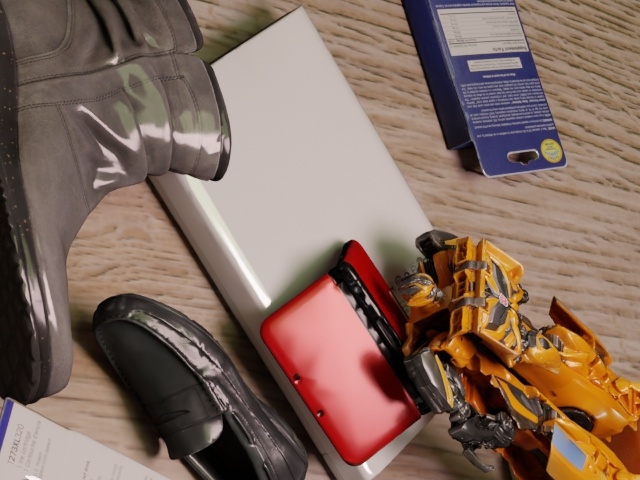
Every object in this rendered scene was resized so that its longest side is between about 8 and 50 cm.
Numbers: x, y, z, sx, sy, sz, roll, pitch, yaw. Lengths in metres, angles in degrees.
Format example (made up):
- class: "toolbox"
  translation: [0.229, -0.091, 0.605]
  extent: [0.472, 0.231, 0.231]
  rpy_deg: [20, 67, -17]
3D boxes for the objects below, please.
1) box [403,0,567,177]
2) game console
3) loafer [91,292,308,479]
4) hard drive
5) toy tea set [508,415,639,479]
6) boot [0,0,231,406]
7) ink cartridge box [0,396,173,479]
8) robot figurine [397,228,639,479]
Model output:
- class: "box"
  translation: [0.157, -0.167, 1.826]
  extent: [0.136, 0.036, 0.225]
  rpy_deg: [-9, 78, -45]
- class: "game console"
  translation: [0.027, 0.090, 1.541]
  extent: [0.144, 0.085, 0.124]
  rpy_deg: [57, 14, -10]
- class: "loafer"
  translation: [-0.092, 0.130, 1.428]
  extent: [0.223, 0.076, 0.078]
  rpy_deg: [48, 38, -23]
- class: "hard drive"
  translation: [0.000, 0.000, 1.596]
  extent: [0.233, 0.047, 0.353]
  rpy_deg: [-39, 102, -45]
- class: "toy tea set"
  translation: [0.306, 0.290, 1.712]
  extent: [0.200, 0.124, 0.336]
  rpy_deg: [-11, 81, -46]
- class: "boot"
  translation: [-0.160, -0.051, 1.385]
  extent: [0.223, 0.118, 0.338]
  rpy_deg: [-1, 75, -34]
- class: "ink cartridge box"
  translation: [-0.113, 0.270, 1.357]
  extent: [0.371, 0.069, 0.176]
  rpy_deg: [34, 53, -33]
- class: "robot figurine"
  translation: [0.174, 0.110, 1.572]
  extent: [0.291, 0.085, 0.211]
  rpy_deg: [42, 36, -30]
